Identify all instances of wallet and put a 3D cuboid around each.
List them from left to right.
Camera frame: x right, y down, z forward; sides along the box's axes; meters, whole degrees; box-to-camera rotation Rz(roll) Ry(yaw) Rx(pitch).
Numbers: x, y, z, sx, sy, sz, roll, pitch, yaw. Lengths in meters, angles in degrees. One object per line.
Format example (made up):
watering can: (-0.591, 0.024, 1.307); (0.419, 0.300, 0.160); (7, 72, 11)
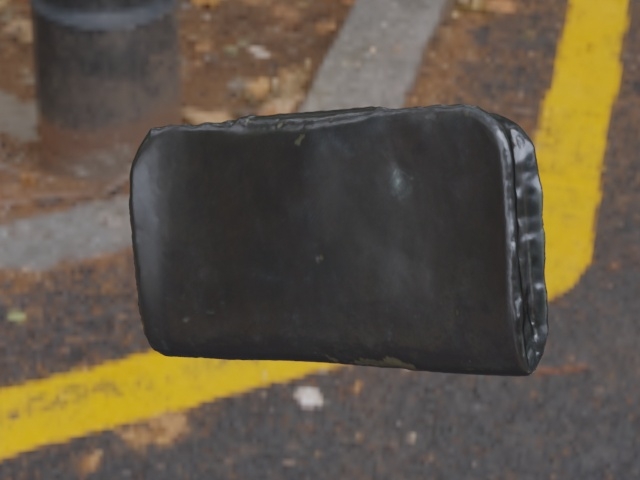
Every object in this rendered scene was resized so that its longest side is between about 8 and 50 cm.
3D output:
wallet: (0.000, 0.000, 0.520); (0.156, 0.082, 0.018); (-2, 2, 40)
